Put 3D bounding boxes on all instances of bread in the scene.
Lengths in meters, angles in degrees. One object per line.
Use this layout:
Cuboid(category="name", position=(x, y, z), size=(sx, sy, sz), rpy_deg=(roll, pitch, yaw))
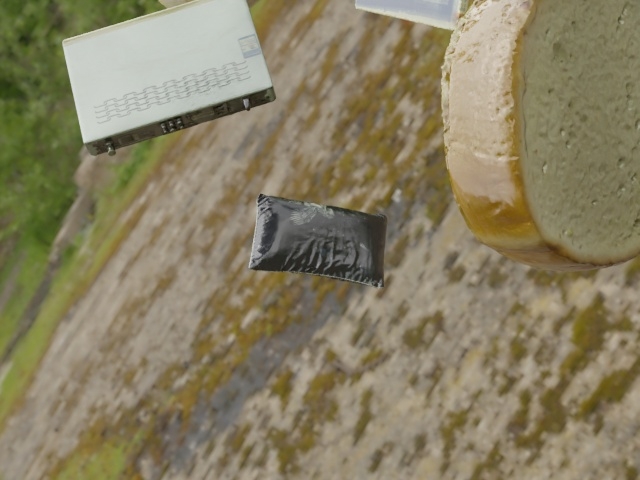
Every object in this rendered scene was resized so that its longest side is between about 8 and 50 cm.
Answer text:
Cuboid(category="bread", position=(0.184, -0.091, 0.885), size=(0.070, 0.236, 0.236), rpy_deg=(-2, 54, 50))

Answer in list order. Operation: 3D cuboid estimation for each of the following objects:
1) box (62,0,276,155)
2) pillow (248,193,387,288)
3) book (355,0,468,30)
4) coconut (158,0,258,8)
Cuboid(category="box", position=(-0.210, -0.232, 1.667), size=(0.270, 0.045, 0.211), rpy_deg=(-18, 63, -1))
Cuboid(category="pillow", position=(0.000, 0.000, 1.825), size=(0.055, 0.208, 0.141), rpy_deg=(112, 165, -55))
Cuboid(category="book", position=(0.118, -0.404, 1.325), size=(0.228, 0.018, 0.322), rpy_deg=(32, 118, 57))
Cuboid(category="coconut", position=(-0.170, -0.470, 1.934), size=(0.237, 0.237, 0.197), rpy_deg=(-43, 41, 37))
